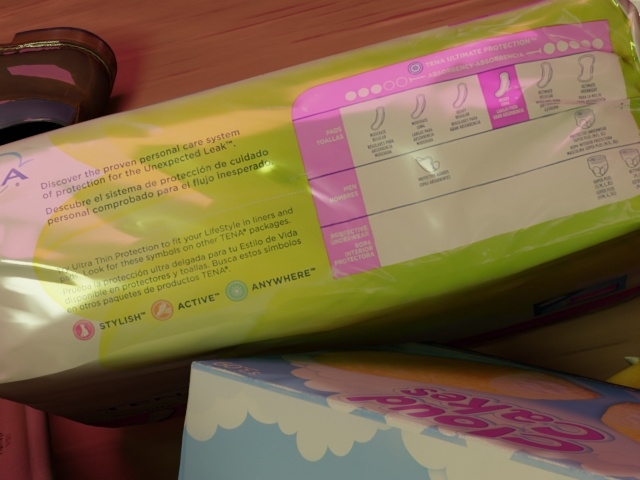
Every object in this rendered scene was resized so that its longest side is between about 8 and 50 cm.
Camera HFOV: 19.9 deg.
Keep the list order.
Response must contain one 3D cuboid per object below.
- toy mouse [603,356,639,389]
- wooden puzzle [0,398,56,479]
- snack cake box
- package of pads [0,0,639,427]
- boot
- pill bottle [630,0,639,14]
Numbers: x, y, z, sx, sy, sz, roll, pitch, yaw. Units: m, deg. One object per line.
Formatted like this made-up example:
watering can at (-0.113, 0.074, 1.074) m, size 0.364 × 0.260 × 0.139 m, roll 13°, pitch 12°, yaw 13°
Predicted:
toy mouse at (0.178, 0.072, 0.753) m, size 0.143 × 0.031 × 0.161 m, roll 15°, pitch 47°, yaw 43°
wooden puzzle at (-0.237, 0.128, 0.850) m, size 0.239 × 0.044 × 0.221 m, roll -26°, pitch 17°, yaw -4°
snack cake box at (0.092, 0.104, 0.642) m, size 0.264 × 0.089 × 0.152 m, roll 12°, pitch 7°, yaw 39°
package of pads at (0.000, 0.000, 0.772) m, size 0.297 × 0.101 × 0.229 m, roll -15°, pitch -12°, yaw 4°
boot at (-0.240, -0.074, 1.158) m, size 0.219 × 0.082 × 0.106 m, roll -14°, pitch 31°, yaw 7°
pill bottle at (0.173, -0.113, 0.951) m, size 0.112 × 0.112 × 0.186 m, roll 0°, pitch 38°, yaw 30°
